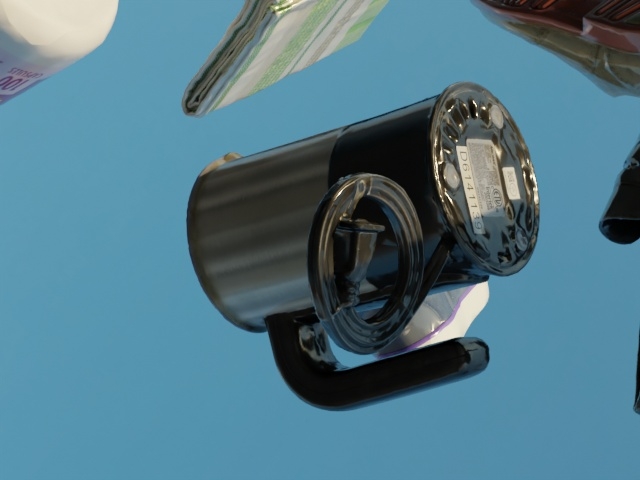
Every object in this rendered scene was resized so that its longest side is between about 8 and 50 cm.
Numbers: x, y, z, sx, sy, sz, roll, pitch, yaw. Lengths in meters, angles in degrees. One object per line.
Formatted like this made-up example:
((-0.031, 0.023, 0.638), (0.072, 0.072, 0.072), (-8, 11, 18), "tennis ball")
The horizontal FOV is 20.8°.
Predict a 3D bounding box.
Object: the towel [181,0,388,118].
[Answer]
((-0.007, -0.129, 1.000), (0.152, 0.023, 0.113), (-31, 170, -43), "towel")

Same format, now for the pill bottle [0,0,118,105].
((-0.275, -0.115, 0.966), (0.302, 0.169, 0.169), (-26, -133, 25), "pill bottle")

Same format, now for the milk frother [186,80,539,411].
((0.000, 0.000, 0.729), (0.135, 0.143, 0.129), (-16, -116, 35), "milk frother")

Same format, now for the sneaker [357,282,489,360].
((0.076, -0.005, 1.899), (0.130, 0.236, 0.323), (-23, -169, 16), "sneaker")

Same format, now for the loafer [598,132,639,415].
((0.176, -0.019, 0.861), (0.078, 0.076, 0.223), (-3, -107, -1), "loafer")

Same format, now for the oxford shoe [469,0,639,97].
((0.261, -0.200, 1.712), (0.123, 0.130, 0.348), (-33, -150, -13), "oxford shoe")
